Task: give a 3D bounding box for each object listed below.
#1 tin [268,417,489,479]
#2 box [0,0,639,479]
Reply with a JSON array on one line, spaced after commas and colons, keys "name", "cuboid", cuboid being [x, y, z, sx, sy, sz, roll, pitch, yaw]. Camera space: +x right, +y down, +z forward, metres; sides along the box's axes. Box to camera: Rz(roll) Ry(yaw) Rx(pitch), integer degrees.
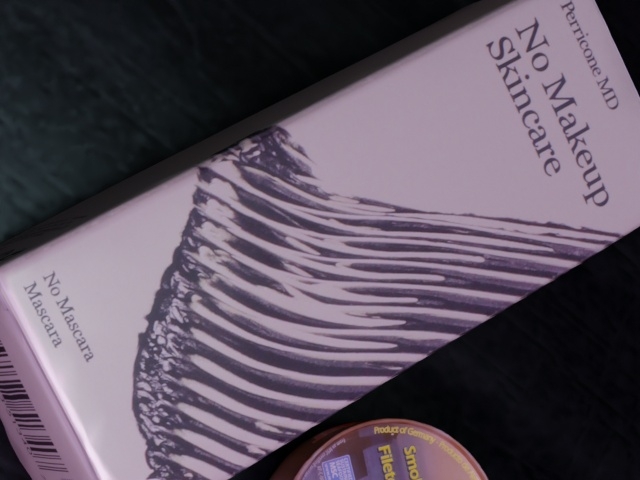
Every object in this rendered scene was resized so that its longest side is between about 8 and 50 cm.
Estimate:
[{"name": "tin", "cuboid": [0.033, 0.166, 0.735, 0.106, 0.040, 0.189, -13, 91, -22]}, {"name": "box", "cuboid": [0.000, 0.000, 0.701, 0.275, 0.094, 0.113, -31, 99, -24]}]
